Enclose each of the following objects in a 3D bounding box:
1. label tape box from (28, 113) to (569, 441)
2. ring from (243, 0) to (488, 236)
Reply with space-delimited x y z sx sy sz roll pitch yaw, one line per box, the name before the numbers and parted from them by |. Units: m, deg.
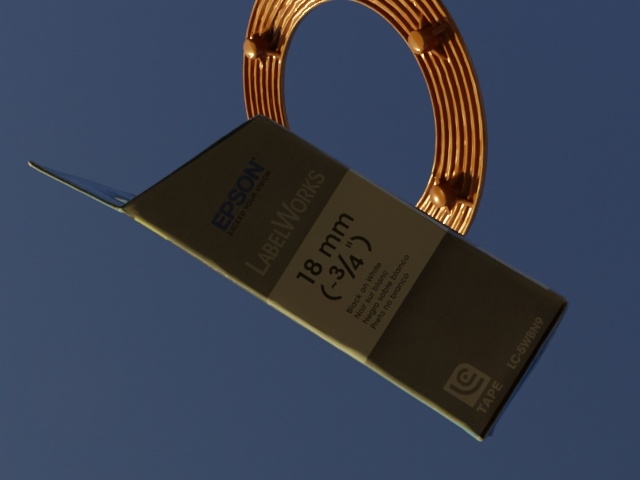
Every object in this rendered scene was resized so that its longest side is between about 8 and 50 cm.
label tape box | 0.000 0.000 0.975 0.334 0.240 0.106 31 -89 9
ring | 0.026 -0.118 1.349 0.032 0.336 0.336 -19 -114 -38
